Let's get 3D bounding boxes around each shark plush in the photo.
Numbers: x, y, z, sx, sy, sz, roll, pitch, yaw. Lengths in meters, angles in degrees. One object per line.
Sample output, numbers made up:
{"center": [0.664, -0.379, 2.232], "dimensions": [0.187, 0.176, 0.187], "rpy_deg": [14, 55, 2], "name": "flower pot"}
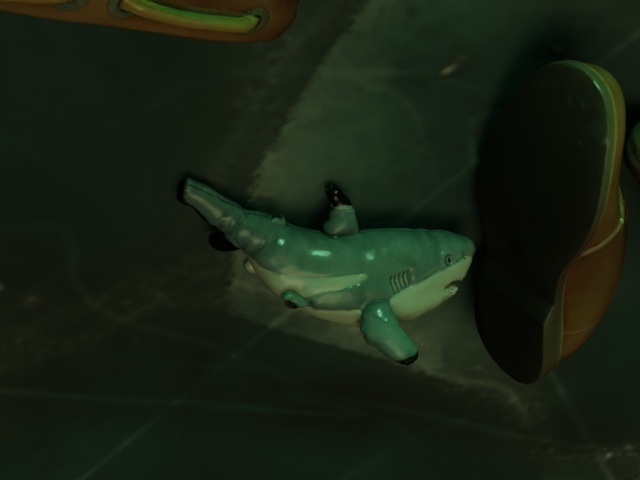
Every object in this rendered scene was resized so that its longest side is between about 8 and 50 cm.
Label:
{"center": [0.000, 0.000, 0.666], "dimensions": [0.161, 0.073, 0.067], "rpy_deg": [25, 103, -11], "name": "shark plush"}

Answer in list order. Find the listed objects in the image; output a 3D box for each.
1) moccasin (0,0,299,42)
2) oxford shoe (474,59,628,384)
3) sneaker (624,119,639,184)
{"center": [-0.180, -0.118, 0.423], "dimensions": [0.380, 0.139, 0.147], "rpy_deg": [-4, 126, -27], "name": "moccasin"}
{"center": [0.130, -0.016, 0.670], "dimensions": [0.076, 0.076, 0.212], "rpy_deg": [-28, 145, -23], "name": "oxford shoe"}
{"center": [0.219, -0.003, 0.702], "dimensions": [0.188, 0.066, 0.071], "rpy_deg": [24, 127, -33], "name": "sneaker"}
